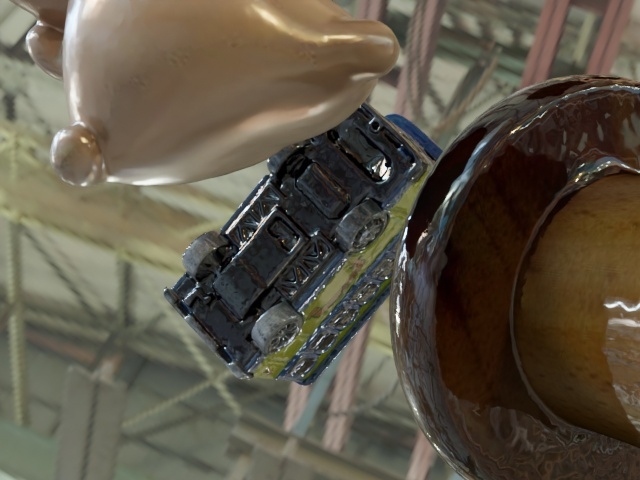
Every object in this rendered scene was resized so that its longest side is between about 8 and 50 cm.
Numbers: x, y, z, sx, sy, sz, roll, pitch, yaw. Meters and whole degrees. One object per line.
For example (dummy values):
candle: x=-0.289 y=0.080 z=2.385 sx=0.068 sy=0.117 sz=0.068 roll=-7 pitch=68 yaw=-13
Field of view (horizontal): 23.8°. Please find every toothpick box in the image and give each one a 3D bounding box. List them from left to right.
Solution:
toothpick box: x=0.157 y=0.032 z=0.581 sx=0.192 sy=0.192 sz=0.294 roll=52 pitch=-20 yaw=-24

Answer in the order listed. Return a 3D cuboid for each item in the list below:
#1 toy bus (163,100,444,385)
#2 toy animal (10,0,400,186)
toy bus: x=0.000 y=0.000 z=1.534 sx=0.138 sy=0.175 sz=0.287 roll=46 pitch=-78 yaw=25
toy animal: x=-0.061 y=-0.130 z=0.678 sx=0.171 sy=0.197 sz=0.171 roll=-14 pitch=-21 yaw=-5
